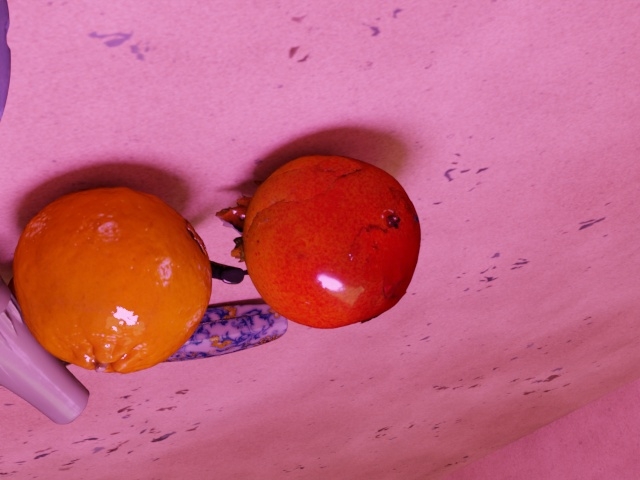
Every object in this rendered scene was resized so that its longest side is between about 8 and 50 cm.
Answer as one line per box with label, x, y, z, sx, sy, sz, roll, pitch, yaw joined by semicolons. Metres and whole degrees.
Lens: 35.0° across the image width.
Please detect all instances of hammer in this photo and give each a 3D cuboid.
hammer;-0.149;0.030;1.228;0.078;0.021;0.201;0;-174;-37

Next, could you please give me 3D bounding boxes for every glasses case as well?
glasses case;-0.172;0.140;1.518;0.248;0.065;0.087;-9;157;-17

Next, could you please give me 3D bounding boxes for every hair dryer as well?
hair dryer;-0.419;0.134;1.206;0.296;0.119;0.298;36;135;-19

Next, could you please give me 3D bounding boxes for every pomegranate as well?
pomegranate;0.000;0.000;1.167;0.235;0.210;0.210;6;163;21

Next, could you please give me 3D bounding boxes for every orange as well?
orange;-0.229;0.045;1.113;0.219;0.193;0.219;2;127;3

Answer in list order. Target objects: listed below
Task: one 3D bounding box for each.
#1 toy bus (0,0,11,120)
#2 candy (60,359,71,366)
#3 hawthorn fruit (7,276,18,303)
toy bus;-0.362;-0.133;0.666;0.232;0.197;0.294;-3;170;34
candy;-0.332;0.113;1.329;0.271;0.101;0.143;-15;157;-10
hawthorn fruit;-0.333;0.066;1.232;0.093;0.093;0.093;-13;156;-6
